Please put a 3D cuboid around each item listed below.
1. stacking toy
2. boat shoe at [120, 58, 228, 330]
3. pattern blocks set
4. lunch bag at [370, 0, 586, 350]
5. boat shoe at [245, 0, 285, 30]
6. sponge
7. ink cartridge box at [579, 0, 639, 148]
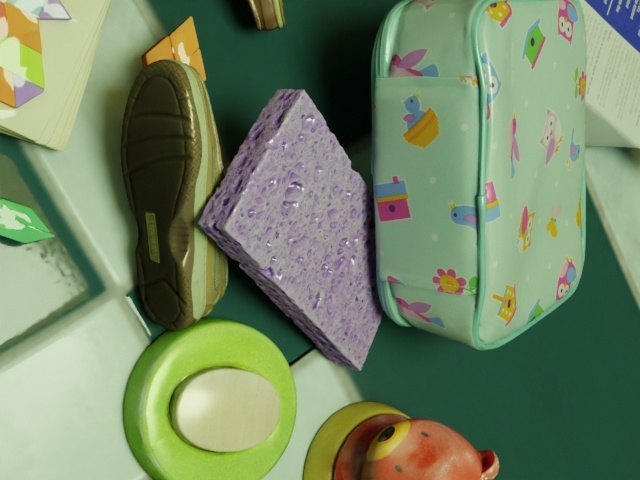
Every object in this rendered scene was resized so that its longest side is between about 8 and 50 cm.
[{"bbox_3d":[-0.031,0.212,0.561,0.279,0.130,0.309,43,64,-22],"label":"stacking toy"},{"bbox_3d":[-0.092,-0.034,0.569,0.072,0.068,0.190,-28,131,-50],"label":"boat shoe"},{"bbox_3d":[-0.202,-0.163,0.516,0.285,0.026,0.324,9,91,-29],"label":"pattern blocks set"},{"bbox_3d":[0.139,-0.061,0.667,0.224,0.108,0.279,-24,117,-49],"label":"lunch bag"},{"bbox_3d":[-0.078,-0.241,0.623,0.060,0.064,0.178,-23,97,-1],"label":"boat shoe"},{"bbox_3d":[0.000,0.000,0.611,0.210,0.031,0.117,51,58,-45],"label":"sponge"},{"bbox_3d":[0.246,-0.225,0.817,0.371,0.069,0.175,31,69,-24],"label":"ink cartridge box"}]
